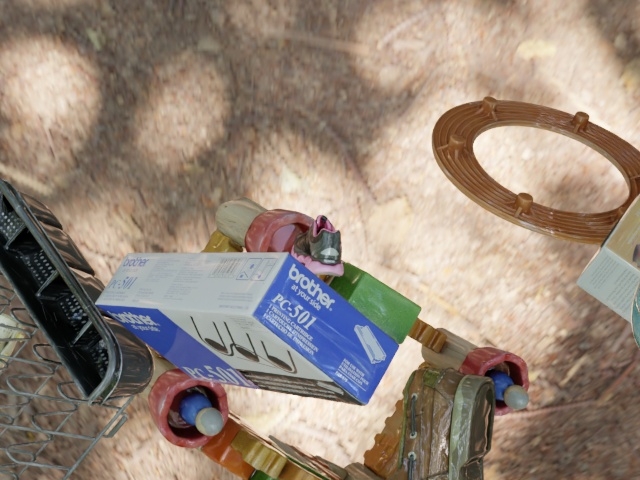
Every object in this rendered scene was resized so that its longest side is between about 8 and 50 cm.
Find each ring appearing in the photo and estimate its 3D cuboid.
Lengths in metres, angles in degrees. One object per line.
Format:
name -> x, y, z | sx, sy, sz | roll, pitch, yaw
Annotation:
ring -> 0.313, -0.106, 1.887 | 0.336, 0.032, 0.336 | 10, 34, -7

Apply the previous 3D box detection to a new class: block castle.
block castle -> 0.018, 0.176, 1.682 | 0.453, 0.213, 0.303 | 34, 87, -33

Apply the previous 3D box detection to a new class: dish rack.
dish rack -> -0.251, 0.113, 1.038 | 0.271, 0.074, 0.208 | -50, 58, 17

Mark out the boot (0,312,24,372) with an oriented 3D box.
boot -> -0.409, 0.177, 1.627 | 0.095, 0.262, 0.203 | 34, 77, -28

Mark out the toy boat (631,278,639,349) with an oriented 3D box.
toy boat -> 0.318, 0.011, 0.914 | 0.148, 0.318, 0.267 | 19, 101, -23

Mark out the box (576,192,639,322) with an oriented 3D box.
box -> 0.416, 0.038, 1.662 | 0.170, 0.091, 0.130 | 35, 56, 8

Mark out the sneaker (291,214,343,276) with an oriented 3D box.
sneaker -> 0.000, 0.000, 1.439 | 0.047, 0.119, 0.057 | 1, 100, -14

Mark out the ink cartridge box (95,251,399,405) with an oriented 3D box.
ink cartridge box -> -0.051, 0.052, 0.874 | 0.097, 0.207, 0.046 | 41, 69, -27

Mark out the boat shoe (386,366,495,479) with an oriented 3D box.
boat shoe -> 0.135, 0.305, 1.687 | 0.104, 0.110, 0.307 | 8, 86, 28
